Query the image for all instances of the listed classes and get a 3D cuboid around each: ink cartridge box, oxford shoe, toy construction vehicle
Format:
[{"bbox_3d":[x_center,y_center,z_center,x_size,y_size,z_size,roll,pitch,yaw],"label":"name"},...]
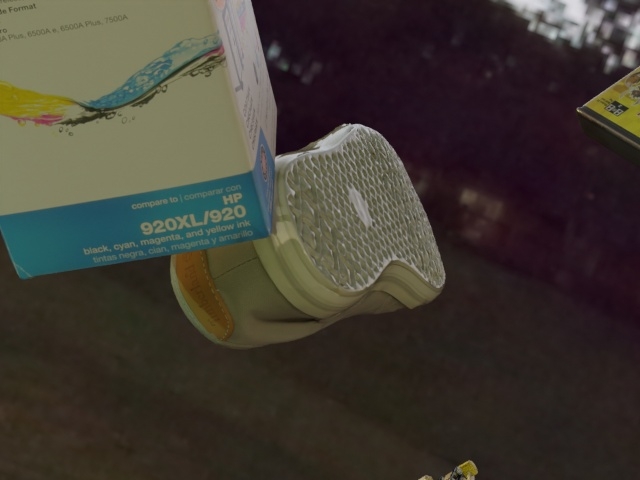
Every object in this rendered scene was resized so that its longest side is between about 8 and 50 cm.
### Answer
[{"bbox_3d":[-0.131,-0.128,0.904,0.168,0.232,0.171,-9,34,6],"label":"ink cartridge box"},{"bbox_3d":[0.000,0.000,1.190,0.169,0.130,0.449,64,19,4],"label":"oxford shoe"},{"bbox_3d":[0.107,0.250,1.379,0.035,0.086,0.098,52,21,-2],"label":"toy construction vehicle"}]

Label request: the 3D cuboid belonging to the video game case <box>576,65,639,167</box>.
[{"bbox_3d":[0.403,-0.124,1.275,0.275,0.248,0.035,44,-15,53],"label":"video game case"}]
